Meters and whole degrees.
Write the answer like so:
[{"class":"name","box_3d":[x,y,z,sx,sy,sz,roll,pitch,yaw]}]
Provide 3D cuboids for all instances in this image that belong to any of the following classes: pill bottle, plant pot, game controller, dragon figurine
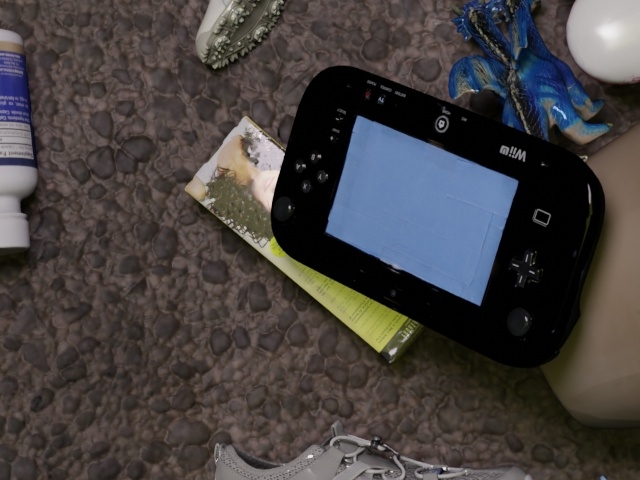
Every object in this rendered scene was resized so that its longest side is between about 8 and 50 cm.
[{"class":"pill bottle","box_3d":[-0.300,-0.081,1.671,0.112,0.112,0.187,-7,86,6]},{"class":"plant pot","box_3d":[0.310,0.015,1.527,0.280,0.323,0.323,-20,84,22]},{"class":"game controller","box_3d":[0.084,-0.025,1.508,0.319,0.067,0.166,25,113,42]},{"class":"dragon figurine","box_3d":[0.158,-0.128,1.567,0.085,0.289,0.144,-37,102,22]}]

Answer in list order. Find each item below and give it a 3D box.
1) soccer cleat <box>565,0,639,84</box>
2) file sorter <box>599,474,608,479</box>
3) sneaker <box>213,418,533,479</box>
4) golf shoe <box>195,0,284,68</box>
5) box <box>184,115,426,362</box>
[{"class":"soccer cleat","box_3d":[0.349,-0.232,1.558,0.331,0.143,0.116,-26,83,-14]},{"class":"file sorter","box_3d":[0.203,0.281,1.592,0.170,0.118,0.104,-39,80,2]},{"class":"sneaker","box_3d":[0.036,0.204,1.620,0.281,0.105,0.115,-7,86,6]},{"class":"golf shoe","box_3d":[-0.068,-0.235,1.691,0.086,0.069,0.176,31,87,27]},{"class":"box","box_3d":[0.000,0.000,1.661,0.232,0.058,0.087,39,91,7]}]
